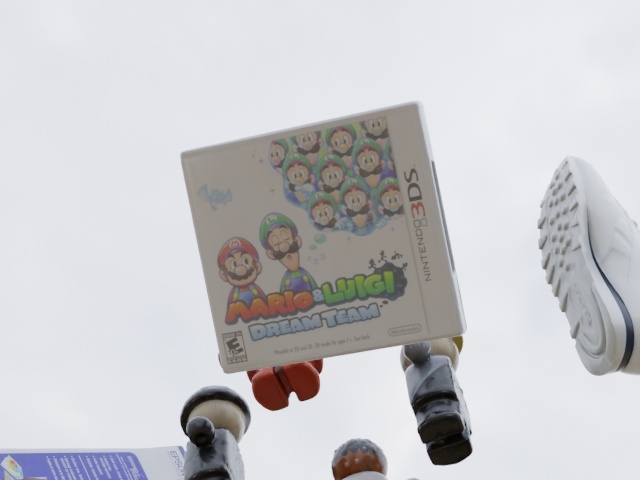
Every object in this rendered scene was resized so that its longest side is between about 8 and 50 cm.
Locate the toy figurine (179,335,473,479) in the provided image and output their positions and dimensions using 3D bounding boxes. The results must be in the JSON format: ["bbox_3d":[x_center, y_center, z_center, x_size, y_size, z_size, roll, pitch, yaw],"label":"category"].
[{"bbox_3d":[0.003,0.142,1.152,0.209,0.148,0.213,17,-62,-15],"label":"toy figurine"}]

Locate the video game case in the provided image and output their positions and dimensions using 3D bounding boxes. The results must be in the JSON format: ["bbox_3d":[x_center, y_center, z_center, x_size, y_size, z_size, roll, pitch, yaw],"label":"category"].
[{"bbox_3d":[0.000,0.000,0.885,0.157,0.019,0.143,-11,-88,18],"label":"video game case"}]

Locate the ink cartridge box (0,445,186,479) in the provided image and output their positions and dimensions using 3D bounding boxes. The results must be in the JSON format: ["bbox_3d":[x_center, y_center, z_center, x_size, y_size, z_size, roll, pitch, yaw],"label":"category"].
[{"bbox_3d":[-0.262,0.293,1.507,0.332,0.165,0.065,6,-53,-38],"label":"ink cartridge box"}]

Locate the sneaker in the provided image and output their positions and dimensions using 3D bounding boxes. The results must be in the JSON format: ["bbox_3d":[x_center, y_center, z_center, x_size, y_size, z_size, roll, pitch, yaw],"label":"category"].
[{"bbox_3d":[0.257,0.022,1.267,0.095,0.235,0.090,0,-39,-12],"label":"sneaker"}]
